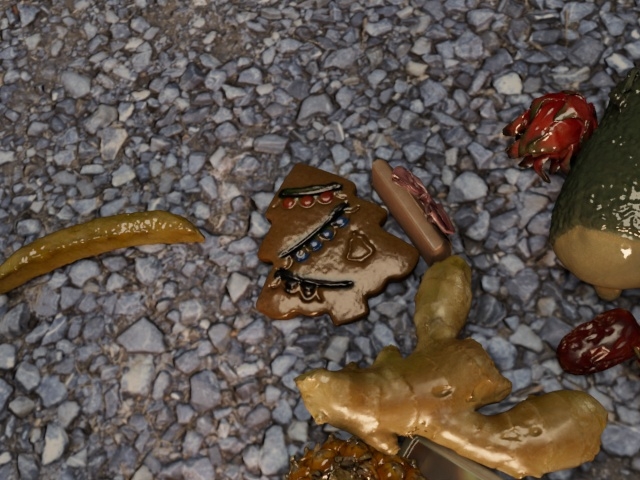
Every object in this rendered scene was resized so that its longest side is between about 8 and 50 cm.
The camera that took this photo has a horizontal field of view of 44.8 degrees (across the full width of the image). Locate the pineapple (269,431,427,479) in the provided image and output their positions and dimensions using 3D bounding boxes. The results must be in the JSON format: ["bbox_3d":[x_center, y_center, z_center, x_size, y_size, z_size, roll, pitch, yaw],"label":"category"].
[{"bbox_3d":[0.017,0.326,1.100,0.250,0.164,0.139,-24,48,15],"label":"pineapple"}]

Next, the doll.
[{"bbox_3d":[0.485,-0.086,1.149,0.247,0.247,0.349,14,70,15],"label":"doll"}]

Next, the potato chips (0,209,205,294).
[{"bbox_3d":[-0.404,0.010,1.351,0.407,0.057,0.080,-15,64,4],"label":"potato chips"}]

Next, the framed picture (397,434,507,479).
[{"bbox_3d":[0.197,0.418,1.076,0.289,0.020,0.211,26,77,31],"label":"framed picture"}]

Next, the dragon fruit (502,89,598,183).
[{"bbox_3d":[0.378,-0.176,1.257,0.121,0.130,0.142,43,79,-12],"label":"dragon fruit"}]

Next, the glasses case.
[{"bbox_3d":[0.158,-0.062,1.255,0.070,0.102,0.193,-30,67,-9],"label":"glasses case"}]

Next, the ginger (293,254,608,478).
[{"bbox_3d":[0.179,0.231,1.114,0.348,0.122,0.363,-32,73,-18],"label":"ginger"}]

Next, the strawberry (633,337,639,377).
[{"bbox_3d":[0.533,0.170,1.113,0.208,0.087,0.167,-15,101,-23],"label":"strawberry"}]

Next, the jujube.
[{"bbox_3d":[0.410,0.153,1.143,0.129,0.077,0.077,-30,67,4],"label":"jujube"}]

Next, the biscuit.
[{"bbox_3d":[0.000,0.000,1.290,0.278,0.043,0.301,-23,67,1],"label":"biscuit"}]
